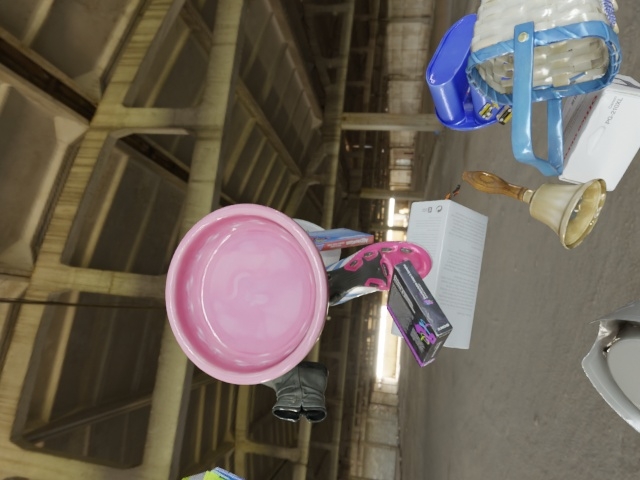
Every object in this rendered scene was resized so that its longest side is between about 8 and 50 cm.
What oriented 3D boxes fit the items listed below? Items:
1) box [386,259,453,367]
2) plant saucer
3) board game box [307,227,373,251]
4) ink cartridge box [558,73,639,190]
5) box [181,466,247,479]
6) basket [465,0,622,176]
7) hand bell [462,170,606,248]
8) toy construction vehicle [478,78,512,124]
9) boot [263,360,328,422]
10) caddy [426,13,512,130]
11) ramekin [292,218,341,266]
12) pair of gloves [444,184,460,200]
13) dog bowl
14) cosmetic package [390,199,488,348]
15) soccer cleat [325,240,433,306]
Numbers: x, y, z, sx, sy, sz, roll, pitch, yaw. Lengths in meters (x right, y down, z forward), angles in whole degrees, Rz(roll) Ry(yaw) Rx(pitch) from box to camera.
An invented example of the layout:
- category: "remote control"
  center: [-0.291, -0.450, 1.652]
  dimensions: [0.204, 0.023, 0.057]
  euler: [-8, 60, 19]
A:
- category: "box"
  center: [0.143, 0.115, 0.633]
  dimensions: [0.162, 0.029, 0.116]
  euler: [81, 164, -60]
- category: "plant saucer"
  center: [-0.136, 0.099, 0.809]
  dimensions: [0.084, 0.332, 0.332]
  euler: [12, -98, -71]
- category: "board game box"
  center: [0.000, 0.000, 1.201]
  dimensions: [0.281, 0.145, 0.027]
  euler: [-8, -76, -35]
- category: "ink cartridge box"
  center: [0.542, -0.225, 0.826]
  dimensions: [0.237, 0.100, 0.172]
  euler: [-55, -21, -54]
- category: "box"
  center: [-0.096, 0.294, 0.459]
  dimensions: [0.178, 0.109, 0.042]
  euler: [-50, 13, 51]
- category: "basket"
  center: [0.338, -0.252, 0.646]
  dimensions: [0.255, 0.201, 0.288]
  euler: [-3, -84, -54]
- category: "hand bell"
  center: [0.372, -0.087, 0.787]
  dimensions: [0.126, 0.242, 0.126]
  euler: [-19, -57, -31]
- category: "toy construction vehicle"
  center: [0.414, -0.304, 0.945]
  dimensions: [0.098, 0.035, 0.086]
  euler: [-54, 28, 31]
- category: "boot"
  center: [-0.100, 0.373, 1.065]
  dimensions: [0.161, 0.247, 0.083]
  euler: [-74, -13, -65]
- category: "caddy"
  center: [0.438, -0.453, 1.136]
  dimensions: [0.179, 0.241, 0.341]
  euler: [46, -114, -45]
- category: "ramekin"
  center: [-0.056, 0.030, 1.428]
  dimensions: [0.273, 0.273, 0.127]
  euler: [-58, -8, -69]
- category: "pair of gloves"
  center: [0.483, -0.170, 1.548]
  dimensions: [0.083, 0.010, 0.074]
  euler: [-49, 4, 41]
- category: "dog bowl"
  center: [0.622, 0.242, 0.695]
  dimensions: [0.348, 0.102, 0.349]
  euler: [51, 166, 18]
- category: "cosmetic package"
  center: [0.401, 0.113, 1.406]
  dimensions: [0.230, 0.161, 0.453]
  euler: [16, -99, -35]
- category: "soccer cleat"
  center: [0.113, 0.066, 0.992]
  dimensions: [0.143, 0.331, 0.116]
  euler: [-30, -82, -58]
